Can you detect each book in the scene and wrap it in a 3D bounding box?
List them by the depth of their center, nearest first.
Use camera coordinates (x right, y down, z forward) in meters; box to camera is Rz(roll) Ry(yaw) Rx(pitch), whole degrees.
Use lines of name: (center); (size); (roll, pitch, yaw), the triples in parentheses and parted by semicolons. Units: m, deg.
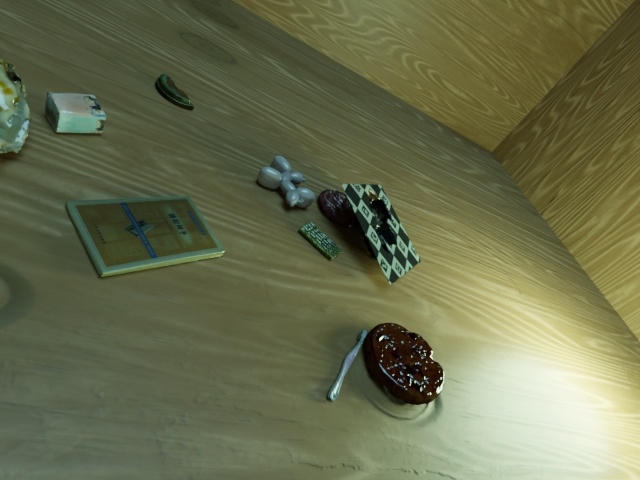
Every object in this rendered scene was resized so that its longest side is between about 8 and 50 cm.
book: (-0.320, -0.019, 0.774); (0.241, 0.018, 0.170); (-12, 57, -49)

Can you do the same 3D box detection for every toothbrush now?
toothbrush: (0.057, 0.239, 0.810); (0.017, 0.022, 0.204); (49, 34, -5)

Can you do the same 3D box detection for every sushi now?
sushi: (0.164, -0.023, 1.181); (0.294, 0.059, 0.292); (-13, 75, -60)

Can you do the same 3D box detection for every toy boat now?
toy boat: (0.000, 0.000, 1.049); (0.115, 0.016, 0.063); (42, 34, 6)

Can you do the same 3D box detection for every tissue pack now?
tissue pack: (-0.511, -0.264, 0.853); (0.094, 0.059, 0.074); (-16, 63, -50)

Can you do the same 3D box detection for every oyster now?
oyster: (-0.580, -0.221, 0.676); (0.110, 0.166, 0.341); (-22, 55, -8)

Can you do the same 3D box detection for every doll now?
doll: (-0.087, -0.151, 1.112); (0.160, 0.059, 0.161); (33, 33, -4)

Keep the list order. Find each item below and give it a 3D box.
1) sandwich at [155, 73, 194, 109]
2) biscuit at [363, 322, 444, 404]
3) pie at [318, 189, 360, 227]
sandwich: (-0.414, -0.418, 1.155); (0.135, 0.029, 0.067); (40, 34, 3)
biscuit: (0.178, 0.260, 0.876); (0.191, 0.049, 0.192); (20, 35, -15)
pie: (0.059, -0.097, 1.205); (0.154, 0.036, 0.155); (26, 34, -19)
